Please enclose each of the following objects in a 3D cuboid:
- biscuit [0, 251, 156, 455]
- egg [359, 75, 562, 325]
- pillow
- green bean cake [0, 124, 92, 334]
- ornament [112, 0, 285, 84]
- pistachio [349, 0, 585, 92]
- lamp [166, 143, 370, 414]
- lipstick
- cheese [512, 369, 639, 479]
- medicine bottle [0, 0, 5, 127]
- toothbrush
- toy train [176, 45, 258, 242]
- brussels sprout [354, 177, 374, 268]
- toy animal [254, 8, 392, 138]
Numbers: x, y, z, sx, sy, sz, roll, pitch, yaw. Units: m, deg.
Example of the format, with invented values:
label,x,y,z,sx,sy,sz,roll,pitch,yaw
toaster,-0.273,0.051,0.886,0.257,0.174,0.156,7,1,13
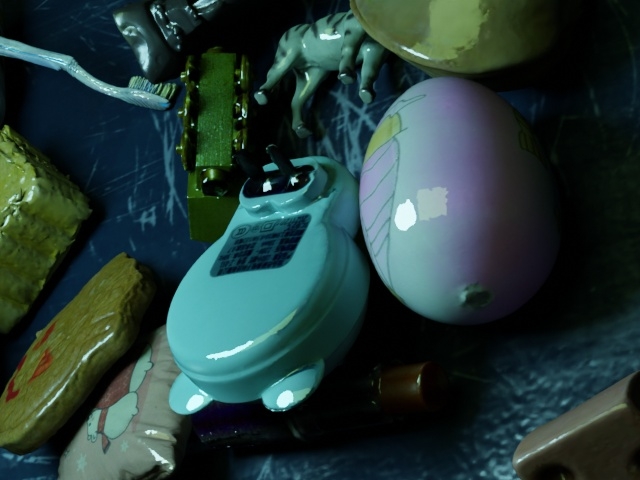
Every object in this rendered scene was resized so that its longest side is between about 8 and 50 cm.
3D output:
label,x,y,z,sx,sy,sz,roll,pitch,yaw
biscuit,-0.286,0.125,1.914,0.257,0.049,0.273,-47,18,7
egg,0.128,-0.045,1.603,0.196,0.196,0.271,-34,53,22
pillow,-0.207,0.192,1.830,0.223,0.084,0.236,-29,38,33
green bean cake,-0.416,-0.016,2.151,0.229,0.131,0.224,-56,38,2
ornament,-0.096,-0.308,2.008,0.260,0.106,0.251,-32,5,22
pistachio,0.138,-0.242,1.735,0.261,0.162,0.213,15,34,31
lamp,-0.043,0.041,1.641,0.209,0.147,0.284,-6,65,36
lipstick,-0.003,0.161,1.671,0.300,0.081,0.081,-10,56,38
cheese,0.273,0.184,1.380,0.128,0.203,0.177,-36,12,25
medicine bottle,-0.546,-0.217,2.355,0.208,0.208,0.339,-32,45,23
toothbrush,-0.372,-0.241,2.207,0.413,0.035,0.042,18,69,19
toy train,-0.117,-0.116,1.936,0.090,0.137,0.225,0,49,0
brussels sprout,0.002,0.001,1.771,0.181,0.100,0.139,-6,60,21
toy animal,0.038,-0.218,1.899,0.255,0.090,0.170,-29,34,19
